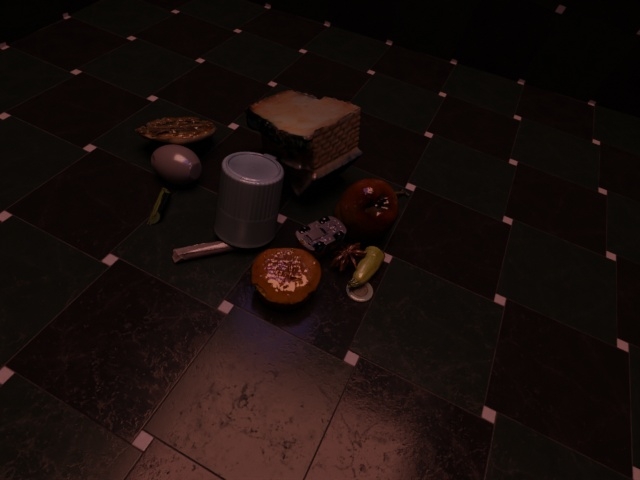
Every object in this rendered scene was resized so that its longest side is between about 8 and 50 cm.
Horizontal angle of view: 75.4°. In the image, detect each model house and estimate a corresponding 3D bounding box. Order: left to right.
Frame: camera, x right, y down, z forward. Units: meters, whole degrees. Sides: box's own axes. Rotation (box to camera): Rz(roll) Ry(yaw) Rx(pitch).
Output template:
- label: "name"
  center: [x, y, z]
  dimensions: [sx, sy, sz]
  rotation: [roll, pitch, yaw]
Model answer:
- label: "model house"
  center: [-0.087, -0.421, 1.905]
  dimensions: [0.445, 0.399, 0.395]
  rotation: [28, 52, 31]

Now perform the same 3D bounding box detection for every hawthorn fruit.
- label: "hawthorn fruit"
  center: [0.208, -0.142, 1.763]
  dimensions: [0.268, 0.301, 0.267]
  rotation: [8, 70, -21]

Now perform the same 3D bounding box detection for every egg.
- label: "egg"
  center: [-0.654, -0.345, 1.867]
  dimensions: [0.232, 0.176, 0.176]
  rotation: [23, 51, 10]

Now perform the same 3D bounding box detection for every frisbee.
- label: "frisbee"
  center: [0.157, 0.199, 1.659]
  dimensions: [0.110, 0.014, 0.110]
  rotation: [5, 51, -6]

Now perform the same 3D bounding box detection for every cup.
- label: "cup"
  center: [-0.262, -0.179, 1.687]
  dimensions: [0.331, 0.311, 0.257]
  rotation: [-24, 53, -39]

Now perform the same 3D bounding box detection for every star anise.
- label: "star anise"
  center: [0.111, 0.064, 1.691]
  dimensions: [0.168, 0.057, 0.167]
  rotation: [-23, 34, 17]

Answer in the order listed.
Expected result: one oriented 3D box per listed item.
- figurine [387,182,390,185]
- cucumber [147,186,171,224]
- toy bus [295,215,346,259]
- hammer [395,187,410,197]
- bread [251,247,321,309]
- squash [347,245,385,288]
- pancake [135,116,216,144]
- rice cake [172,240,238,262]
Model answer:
- label: "figurine"
  center: [0.324, -0.238, 2.031]
  dimensions: [0.060, 0.047, 0.106]
  rotation: [50, 40, -23]
- label: "cucumber"
  center: [-0.686, -0.163, 1.789]
  dimensions: [0.046, 0.070, 0.220]
  rotation: [26, 46, -27]
- label: "toy bus"
  center: [0.000, 0.000, 1.717]
  dimensions: [0.210, 0.136, 0.126]
  rotation: [-28, 58, -28]
- label: "hammer"
  center: [0.361, -0.232, 2.007]
  dimensions: [0.182, 0.017, 0.062]
  rotation: [-7, 47, -43]
- label: "bread"
  center: [-0.128, 0.147, 1.575]
  dimensions: [0.269, 0.145, 0.268]
  rotation: [3, 54, -5]
- label: "squash"
  center: [0.172, 0.120, 1.676]
  dimensions: [0.094, 0.094, 0.224]
  rotation: [30, 53, 15]
- label: "pancake"
  center: [-0.696, -0.537, 2.008]
  dimensions: [0.383, 0.071, 0.382]
  rotation: [1, 26, 0]
- label: "rice cake"
  center: [-0.458, 0.039, 1.668]
  dimensions: [0.270, 0.049, 0.055]
  rotation: [-12, 35, -19]
